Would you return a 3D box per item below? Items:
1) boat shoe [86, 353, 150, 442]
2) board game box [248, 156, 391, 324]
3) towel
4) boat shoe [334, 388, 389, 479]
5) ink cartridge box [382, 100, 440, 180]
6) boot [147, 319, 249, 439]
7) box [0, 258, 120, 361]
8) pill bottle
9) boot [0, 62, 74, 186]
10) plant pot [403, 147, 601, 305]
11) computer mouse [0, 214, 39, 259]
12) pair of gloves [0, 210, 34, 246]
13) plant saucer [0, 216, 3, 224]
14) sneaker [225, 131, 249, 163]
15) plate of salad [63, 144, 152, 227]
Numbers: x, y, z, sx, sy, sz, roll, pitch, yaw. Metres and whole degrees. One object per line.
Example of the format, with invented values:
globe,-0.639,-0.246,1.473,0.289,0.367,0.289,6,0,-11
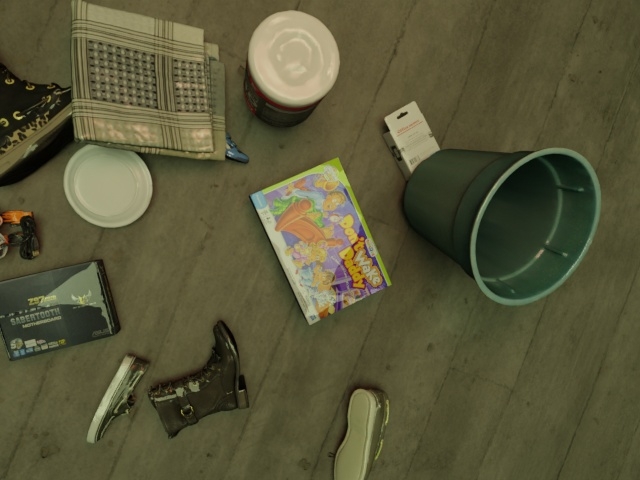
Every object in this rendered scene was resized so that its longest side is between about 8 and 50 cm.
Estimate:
boat shoe,-0.483,0.387,1.029,0.070,0.078,0.219,26,86,-11
board game box,0.000,0.000,1.073,0.234,0.078,0.346,-25,98,-9
towel,-0.358,-0.339,0.936,0.325,0.056,0.311,1,79,-35
boat shoe,0.115,0.548,1.152,0.091,0.109,0.304,12,91,-39
ink cartridge box,0.242,-0.264,1.150,0.104,0.060,0.180,-31,100,-8
boot,-0.307,0.345,1.057,0.229,0.091,0.262,-12,98,-12
box,-0.610,0.158,0.996,0.233,0.059,0.183,-13,95,-11
pill bottle,-0.079,-0.347,0.944,0.177,0.318,0.176,-1,93,-12
boot,-0.647,-0.333,0.923,0.377,0.138,0.284,-41,101,-1
plant pot,0.393,-0.073,1.029,0.342,0.334,0.340,-7,112,-19
computer mouse,-0.726,0.008,0.932,0.193,0.042,0.105,-13,127,-34
pair of gloves,-0.701,-0.027,0.990,0.074,0.010,0.083,-2,95,-12
plant saucer,-0.880,-0.054,0.931,0.259,0.048,0.258,-42,101,-7
sneaker,-0.235,-0.239,1.054,0.144,0.053,0.059,30,85,-13
plate of salad,-0.495,-0.130,1.009,0.200,0.048,0.199,-1,100,-3
